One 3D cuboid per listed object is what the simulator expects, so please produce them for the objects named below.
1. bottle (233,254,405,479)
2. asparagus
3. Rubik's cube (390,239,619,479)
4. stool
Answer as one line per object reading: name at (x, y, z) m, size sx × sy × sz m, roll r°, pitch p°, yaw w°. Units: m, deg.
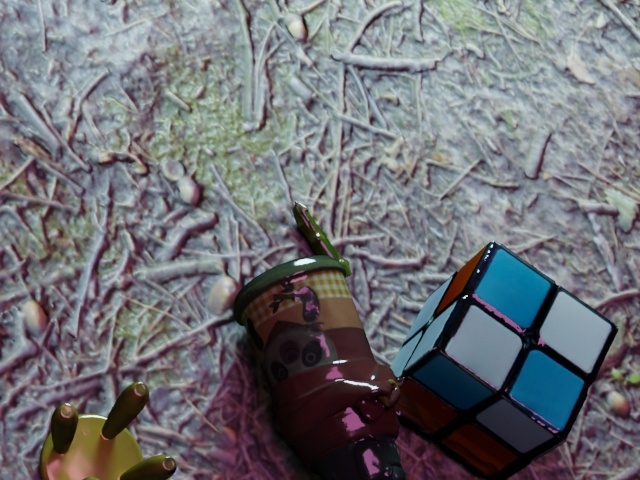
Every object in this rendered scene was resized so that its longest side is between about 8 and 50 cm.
bottle at (0.016, 0.156, 1.874) m, size 0.143 × 0.156 × 0.271 m, roll -15°, pitch 69°, yaw -22°
asparagus at (0.000, 0.000, 2.019) m, size 0.025 × 0.021 × 0.108 m, roll -28°, pitch 80°, yaw -35°
Rubik's cube at (0.193, 0.139, 1.946) m, size 0.183 × 0.180 × 0.167 m, roll 33°, pitch 57°, yaw -4°
stool at (-0.220, 0.215, 1.773) m, size 0.135 × 0.110 × 0.134 m, roll 30°, pitch 58°, yaw -10°
